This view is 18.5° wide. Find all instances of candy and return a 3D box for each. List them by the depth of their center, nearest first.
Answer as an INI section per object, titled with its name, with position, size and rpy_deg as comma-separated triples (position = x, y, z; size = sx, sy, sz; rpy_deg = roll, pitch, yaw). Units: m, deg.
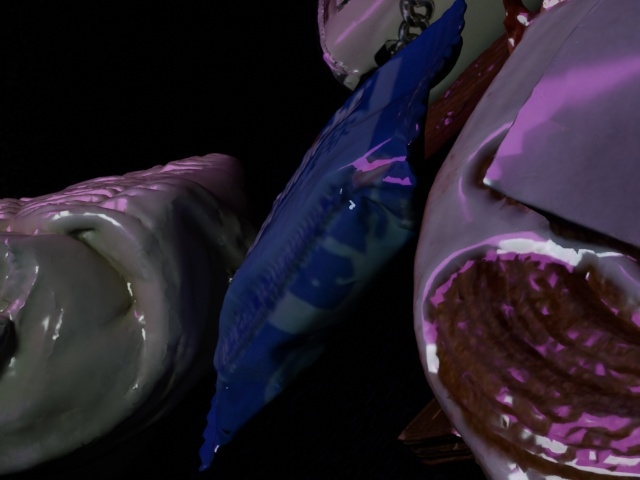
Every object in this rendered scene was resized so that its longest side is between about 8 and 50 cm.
[candy]
position = 0.000, 0.000, 1.285
size = 0.331, 0.077, 0.187
rpy_deg = -53, 12, 35

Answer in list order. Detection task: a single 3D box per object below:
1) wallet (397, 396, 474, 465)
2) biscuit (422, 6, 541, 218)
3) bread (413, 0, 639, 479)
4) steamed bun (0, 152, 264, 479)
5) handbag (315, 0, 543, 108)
[wallet]
position = 0.109, 0.031, 0.858
size = 0.176, 0.026, 0.095
rpy_deg = -46, 7, -17
[biscuit]
position = 0.107, -0.085, 1.368
size = 0.212, 0.036, 0.212
rpy_deg = -45, 9, 10
[bread]
position = 0.128, 0.003, 0.418
size = 0.212, 0.142, 0.224
rpy_deg = -31, 36, 19
[steamed bun]
position = -0.207, 0.078, 1.531
size = 0.394, 0.237, 0.346
rpy_deg = -15, 7, -36
[handbag]
position = 0.163, -0.267, 1.528
size = 0.358, 0.160, 0.237
rpy_deg = -44, 14, 26
